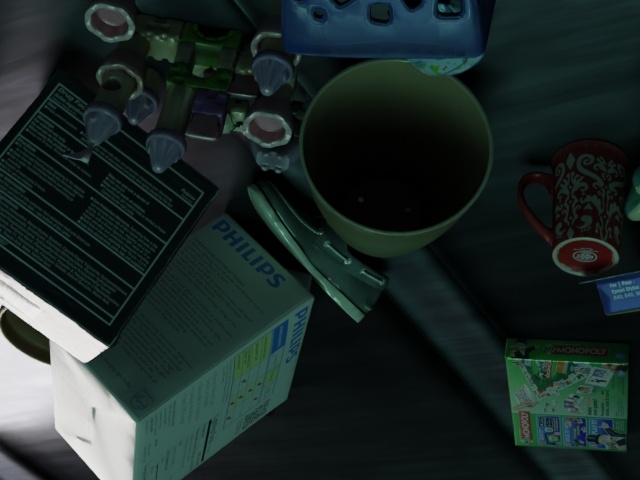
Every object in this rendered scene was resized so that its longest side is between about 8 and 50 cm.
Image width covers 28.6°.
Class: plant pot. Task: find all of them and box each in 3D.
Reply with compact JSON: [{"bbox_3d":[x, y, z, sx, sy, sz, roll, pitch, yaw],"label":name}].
[{"bbox_3d":[0.079,-0.355,1.393,0.235,0.236,0.212,4,138,12],"label":"plant pot"},{"bbox_3d":[-0.461,0.133,2.295,0.237,0.110,0.237,8,145,5],"label":"plant pot"},{"bbox_3d":[0.094,-0.081,1.769,0.256,0.257,0.274,11,160,1],"label":"plant pot"}]

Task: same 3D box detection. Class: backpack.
[{"bbox_3d":[0.156,-0.262,1.612,0.114,0.084,0.105,34,141,-32],"label":"backpack"}]

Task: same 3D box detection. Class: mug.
[{"bbox_3d":[0.364,-0.038,1.781,0.150,0.169,0.113,-18,135,33],"label":"mug"}]

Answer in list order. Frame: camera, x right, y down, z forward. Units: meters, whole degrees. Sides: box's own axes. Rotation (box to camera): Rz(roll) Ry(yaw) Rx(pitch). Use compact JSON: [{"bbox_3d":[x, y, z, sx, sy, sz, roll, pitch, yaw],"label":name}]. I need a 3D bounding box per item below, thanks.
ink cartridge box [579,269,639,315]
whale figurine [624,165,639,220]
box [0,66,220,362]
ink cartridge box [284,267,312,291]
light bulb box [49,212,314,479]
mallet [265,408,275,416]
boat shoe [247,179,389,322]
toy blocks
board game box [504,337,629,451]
[{"bbox_3d":[0.564,0.049,1.786,0.303,0.072,0.307,-13,179,31],"label":"ink cartridge box"},{"bbox_3d":[0.477,-0.130,1.651,0.141,0.216,0.272,54,156,14],"label":"whale figurine"},{"bbox_3d":[-0.358,-0.031,1.819,0.296,0.294,0.182,38,156,-10],"label":"box"},{"bbox_3d":[-0.068,0.101,2.188,0.088,0.052,0.122,13,145,-2],"label":"ink cartridge box"},{"bbox_3d":[-0.234,0.206,2.077,0.225,0.361,0.358,44,149,20],"label":"light bulb box"},{"bbox_3d":[-0.103,0.258,2.431,0.039,0.062,0.190,6,129,6],"label":"mallet"},{"bbox_3d":[0.000,0.000,2.026,0.099,0.116,0.319,-42,121,-3],"label":"boat shoe"},{"bbox_3d":[-0.167,-0.174,1.673,0.288,0.260,0.309,9,144,3],"label":"toy blocks"},{"bbox_3d":[0.455,0.287,2.296,0.213,0.046,0.317,2,143,14],"label":"board game box"}]
